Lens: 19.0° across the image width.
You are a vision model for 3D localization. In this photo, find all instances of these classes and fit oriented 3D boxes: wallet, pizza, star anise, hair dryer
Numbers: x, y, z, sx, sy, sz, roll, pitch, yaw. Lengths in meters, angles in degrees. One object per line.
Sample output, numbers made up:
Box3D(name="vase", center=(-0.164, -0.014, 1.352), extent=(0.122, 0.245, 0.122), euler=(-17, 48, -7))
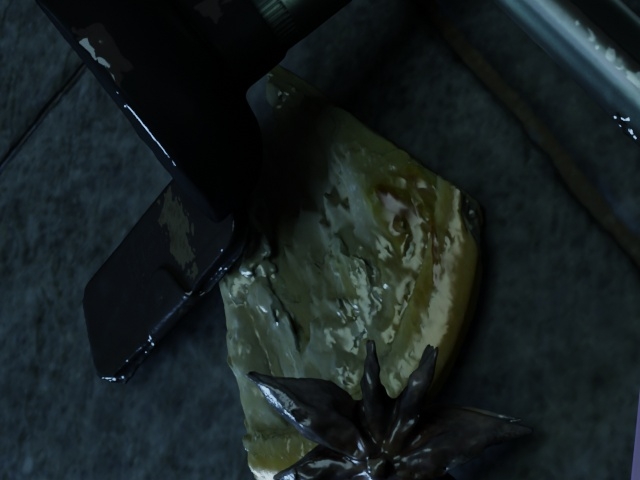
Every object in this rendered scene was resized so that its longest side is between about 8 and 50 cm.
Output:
Box3D(name="wallet", center=(-0.089, 0.013, 1.092), extent=(0.156, 0.018, 0.082), euler=(-46, 44, 36))
Box3D(name="pizza", center=(0.000, 0.000, 1.036), extent=(0.181, 0.034, 0.262), euler=(-40, 52, 23))
Box3D(name="star anise", center=(0.018, 0.098, 0.932), extent=(0.124, 0.129, 0.056), euler=(-54, 6, 17))
Box3D(name="hair dryer", center=(0.046, -0.108, 0.936), extent=(0.320, 0.155, 0.284), euler=(-32, 46, 2))

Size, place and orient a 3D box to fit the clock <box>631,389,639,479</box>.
Box3D(name="clock", center=(0.206, 0.122, 0.793), extent=(0.150, 0.063, 0.197), euler=(-4, 71, 39))
